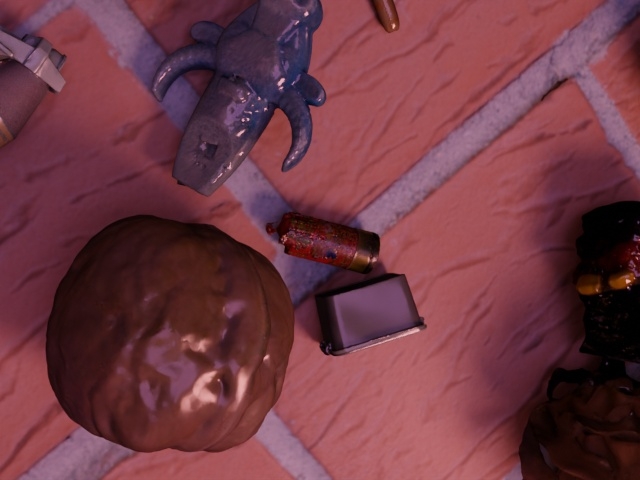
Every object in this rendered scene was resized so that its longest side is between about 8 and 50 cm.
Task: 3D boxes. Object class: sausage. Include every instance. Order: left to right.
[{"bbox_3d":[0.059,-0.297,0.955,0.024,0.024,0.132,-25,102,-11],"label":"sausage"}]

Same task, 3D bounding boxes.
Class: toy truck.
[{"bbox_3d":[-0.371,-0.114,0.826,0.140,0.108,0.256,38,84,-30],"label":"toy truck"}]

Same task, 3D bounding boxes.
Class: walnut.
[{"bbox_3d":[-0.144,0.091,0.850,0.249,0.248,0.248,-2,98,-15],"label":"walnut"}]

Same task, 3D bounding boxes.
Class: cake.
[{"bbox_3d":[0.416,0.252,1.013,0.321,0.332,0.332,36,87,14],"label":"cake"}]

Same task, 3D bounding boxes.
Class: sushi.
[{"bbox_3d":[0.379,0.032,1.026,0.172,0.153,0.150,-35,102,-17],"label":"sushi"}]

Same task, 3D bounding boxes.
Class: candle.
[{"bbox_3d":[0.000,0.000,0.968,0.131,0.052,0.051,16,94,-16],"label":"candle"}]

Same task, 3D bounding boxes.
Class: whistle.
[{"bbox_3d":[-0.075,-0.170,0.903,0.180,0.093,0.269,29,90,7],"label":"whistle"}]

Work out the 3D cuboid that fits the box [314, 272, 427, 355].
[{"bbox_3d":[0.053,0.082,0.980,0.123,0.084,0.069,-15,94,-14],"label":"box"}]
